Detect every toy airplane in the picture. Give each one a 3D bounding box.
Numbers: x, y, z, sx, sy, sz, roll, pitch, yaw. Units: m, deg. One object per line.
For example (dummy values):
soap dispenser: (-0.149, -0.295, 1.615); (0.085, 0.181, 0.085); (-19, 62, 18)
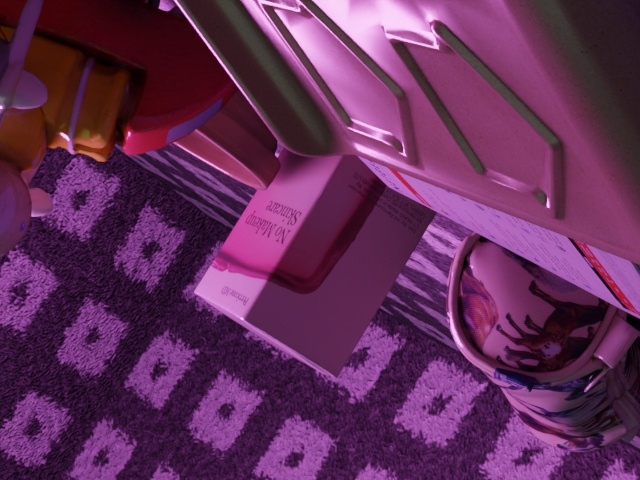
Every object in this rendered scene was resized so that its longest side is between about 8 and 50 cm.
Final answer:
toy airplane: (-0.301, -0.117, 1.311); (0.384, 0.272, 0.386); (-11, 166, 33)

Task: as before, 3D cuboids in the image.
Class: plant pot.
plant pot: (-0.125, -0.157, 1.646); (0.237, 0.110, 0.237); (33, 176, 3)

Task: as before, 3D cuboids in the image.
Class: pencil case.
pencil case: (0.246, 0.110, 1.662); (0.183, 0.160, 0.410); (46, 180, 23)

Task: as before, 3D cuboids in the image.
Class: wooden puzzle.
wooden puzzle: (0.034, -0.142, 0.828); (0.348, 0.080, 0.322); (18, 152, 51)

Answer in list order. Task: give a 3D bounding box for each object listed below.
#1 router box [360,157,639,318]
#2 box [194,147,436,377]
router box: (0.119, -0.074, 1.146); (0.301, 0.082, 0.335); (29, 174, 31)
box: (0.000, 0.000, 1.682); (0.127, 0.232, 0.148); (34, 174, -26)
